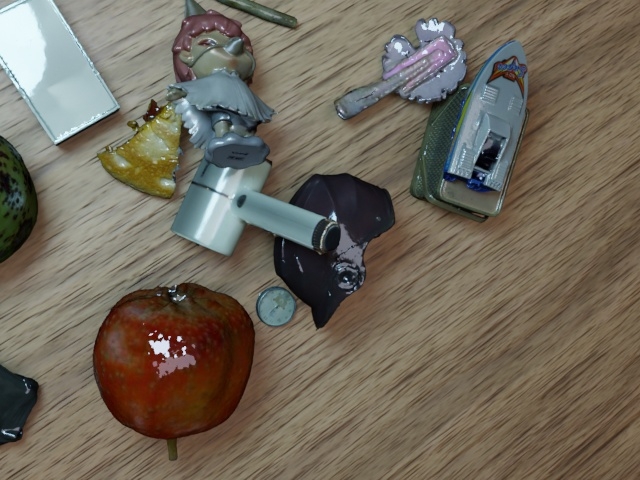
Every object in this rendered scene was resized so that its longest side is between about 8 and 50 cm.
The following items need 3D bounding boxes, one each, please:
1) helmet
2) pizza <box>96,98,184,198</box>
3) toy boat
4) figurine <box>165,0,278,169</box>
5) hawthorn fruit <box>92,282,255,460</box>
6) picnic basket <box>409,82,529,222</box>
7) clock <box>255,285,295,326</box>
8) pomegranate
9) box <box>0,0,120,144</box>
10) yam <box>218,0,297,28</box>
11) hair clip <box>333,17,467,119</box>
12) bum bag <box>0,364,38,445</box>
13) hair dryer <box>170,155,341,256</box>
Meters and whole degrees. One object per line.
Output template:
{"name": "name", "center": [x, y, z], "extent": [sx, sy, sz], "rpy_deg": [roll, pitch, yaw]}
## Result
{"name": "helmet", "center": [0.000, 0.000, 1.242], "extent": [0.177, 0.225, 0.306], "rpy_deg": [32, 85, -15]}
{"name": "pizza", "center": [-0.305, -0.179, 1.176], "extent": [0.154, 0.069, 0.194], "rpy_deg": [27, 112, -20]}
{"name": "toy boat", "center": [0.334, -0.247, 1.252], "extent": [0.129, 0.088, 0.296], "rpy_deg": [18, 91, -20]}
{"name": "figurine", "center": [-0.176, -0.302, 1.137], "extent": [0.206, 0.166, 0.387], "rpy_deg": [4, 59, -32]}
{"name": "hawthorn fruit", "center": [-0.262, 0.243, 1.162], "extent": [0.286, 0.287, 0.331], "rpy_deg": [0, 102, -19]}
{"name": "picnic basket", "center": [0.314, -0.183, 1.375], "extent": [0.165, 0.139, 0.267], "rpy_deg": [15, 91, -20]}
{"name": "clock", "center": [-0.092, 0.137, 1.333], "extent": [0.085, 0.017, 0.085], "rpy_deg": [-2, 97, -19]}
{"name": "pomegranate", "center": [-0.606, -0.112, 1.016], "extent": [0.284, 0.285, 0.341], "rpy_deg": [-14, 71, -18]}
{"name": "box", "center": [-0.465, -0.294, 1.115], "extent": [0.129, 0.086, 0.225], "rpy_deg": [-34, 106, -14]}
{"name": "yam", "center": [-0.154, -0.456, 1.237], "extent": [0.234, 0.027, 0.029], "rpy_deg": [15, 93, -22]}
{"name": "hair clip", "center": [0.158, -0.331, 1.324], "extent": [0.300, 0.069, 0.173], "rpy_deg": [-31, 83, -4]}
{"name": "bum bag", "center": [-0.626, 0.225, 1.127], "extent": [0.142, 0.079, 0.326], "rpy_deg": [-40, 111, -3]}
{"name": "hair dryer", "center": [-0.097, -0.046, 1.146], "extent": [0.128, 0.361, 0.203], "rpy_deg": [29, 84, -54]}
